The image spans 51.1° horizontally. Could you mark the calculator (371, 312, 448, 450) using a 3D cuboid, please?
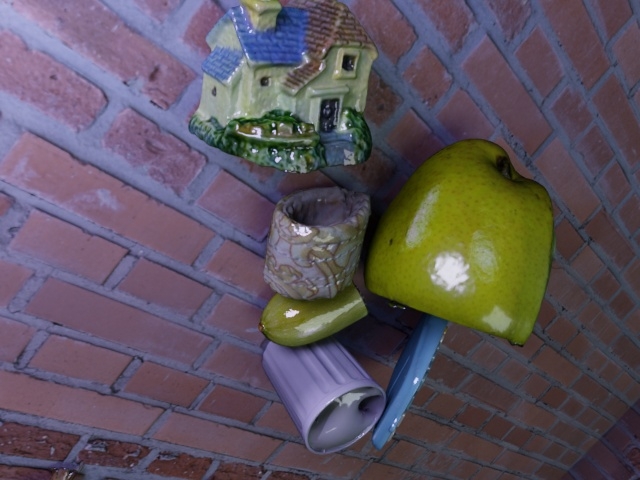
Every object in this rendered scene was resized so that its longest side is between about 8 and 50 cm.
[{"bbox_3d":[0.187,0.242,1.316,0.386,0.054,0.256,-54,168,-57],"label":"calculator"}]

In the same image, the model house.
[{"bbox_3d":[-0.041,-0.208,0.841,0.214,0.195,0.189,-9,121,-34],"label":"model house"}]

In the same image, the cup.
[{"bbox_3d":[0.007,0.277,1.251,0.166,0.202,0.221,-36,138,-7],"label":"cup"}]

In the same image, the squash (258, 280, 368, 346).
[{"bbox_3d":[-0.020,0.122,1.168,0.186,0.123,0.123,-27,136,-18],"label":"squash"}]

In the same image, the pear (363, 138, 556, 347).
[{"bbox_3d":[0.228,-0.020,1.123,0.238,0.342,0.318,21,89,-18],"label":"pear"}]

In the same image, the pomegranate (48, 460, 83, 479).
[{"bbox_3d":[-0.454,0.445,1.129,0.122,0.122,0.162,52,49,-48],"label":"pomegranate"}]

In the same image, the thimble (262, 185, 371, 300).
[{"bbox_3d":[0.000,0.000,1.073,0.190,0.137,0.144,-25,135,-40],"label":"thimble"}]
